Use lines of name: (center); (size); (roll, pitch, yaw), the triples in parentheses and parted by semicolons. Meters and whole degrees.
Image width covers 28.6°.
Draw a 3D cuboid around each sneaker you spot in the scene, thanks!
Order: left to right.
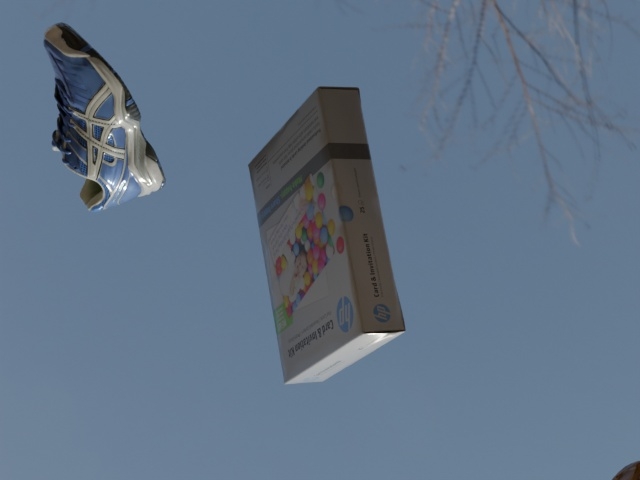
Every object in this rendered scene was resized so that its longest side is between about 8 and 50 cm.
sneaker: (-0.214, -0.108, 1.176); (0.081, 0.211, 0.080); (-32, -137, -13)

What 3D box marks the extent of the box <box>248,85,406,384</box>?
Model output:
box: (0.000, 0.000, 0.937); (0.038, 0.145, 0.186); (-3, -108, -26)

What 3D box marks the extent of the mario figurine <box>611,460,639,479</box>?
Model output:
mario figurine: (0.311, 0.269, 0.771); (0.321, 0.170, 0.198); (32, -53, -3)
